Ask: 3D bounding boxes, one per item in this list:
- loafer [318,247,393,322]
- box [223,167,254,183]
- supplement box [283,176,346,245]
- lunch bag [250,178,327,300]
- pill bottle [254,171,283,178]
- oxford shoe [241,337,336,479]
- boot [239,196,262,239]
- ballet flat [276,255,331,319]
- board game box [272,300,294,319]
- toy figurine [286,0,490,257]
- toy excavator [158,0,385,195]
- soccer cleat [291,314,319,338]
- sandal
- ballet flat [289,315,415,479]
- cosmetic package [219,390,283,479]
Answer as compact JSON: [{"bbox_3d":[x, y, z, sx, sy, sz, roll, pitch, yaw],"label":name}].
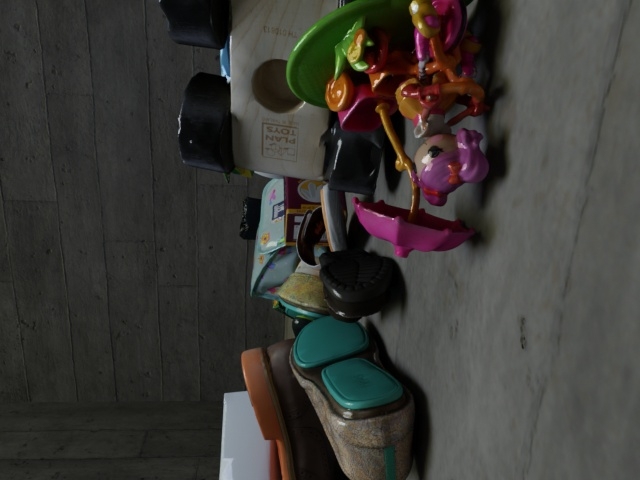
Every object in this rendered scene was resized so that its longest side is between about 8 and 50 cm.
[{"bbox_3d":[0.042,0.058,0.659,0.220,0.080,0.079,-95,-3,-84],"label":"loafer"},{"bbox_3d":[-0.110,-0.180,0.874,0.105,0.043,0.179,77,-148,-63],"label":"box"},{"bbox_3d":[-0.014,-0.082,1.043,0.188,0.104,0.081,-95,9,-45],"label":"supplement box"},{"bbox_3d":[-0.061,-0.017,1.262,0.262,0.160,0.224,116,161,-50],"label":"lunch bag"},{"bbox_3d":[-0.067,-0.278,1.107,0.169,0.169,0.302,-96,18,-51],"label":"pill bottle"},{"bbox_3d":[-0.004,0.305,0.859,0.130,0.132,0.364,-116,9,-62],"label":"oxford shoe"},{"bbox_3d":[-0.127,-0.017,1.630,0.094,0.207,0.247,-96,9,-51],"label":"boot"},{"bbox_3d":[-0.015,0.085,1.032,0.348,0.123,0.123,127,144,-80],"label":"ballet flat"},{"bbox_3d":[-0.089,0.112,1.702,0.030,0.136,0.260,-30,44,30],"label":"board game box"},{"bbox_3d":[0.067,-0.073,0.381,0.173,0.130,0.159,-37,62,51],"label":"toy figurine"},{"bbox_3d":[-0.010,-0.216,0.767,0.445,0.222,0.433,-74,-9,-51],"label":"toy excavator"},{"bbox_3d":[-0.005,0.184,0.895,0.072,0.060,0.179,-63,-34,-33],"label":"soccer cleat"},{"bbox_3d":[-0.001,-0.010,0.845,0.265,0.076,0.102,72,-166,-68],"label":"sandal"},{"bbox_3d":[0.027,0.169,0.623,0.316,0.107,0.106,-126,24,-81],"label":"ballet flat"},{"bbox_3d":[-0.074,0.461,1.030,0.377,0.097,0.285,65,-163,-57],"label":"cosmetic package"}]
